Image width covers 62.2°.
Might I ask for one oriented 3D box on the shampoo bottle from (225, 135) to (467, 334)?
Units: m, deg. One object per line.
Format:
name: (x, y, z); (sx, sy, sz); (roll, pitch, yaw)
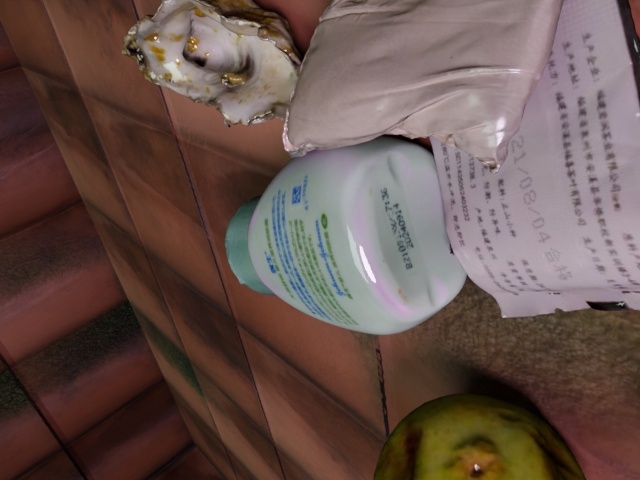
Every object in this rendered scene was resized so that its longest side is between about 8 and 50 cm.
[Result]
shampoo bottle: (0.000, 0.000, 0.645); (0.350, 0.151, 0.221); (-6, 108, 57)

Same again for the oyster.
oyster: (-0.127, -0.230, 0.661); (0.342, 0.110, 0.166); (16, 136, 46)

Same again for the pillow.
pillow: (0.071, -0.144, 0.432); (0.270, 0.067, 0.173); (17, 92, 49)

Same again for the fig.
fig: (0.177, 0.313, 0.605); (0.239, 0.239, 0.271); (35, 151, 34)

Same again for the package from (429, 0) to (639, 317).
package: (0.181, -0.045, 0.428); (0.204, 0.062, 0.250); (-12, 104, 57)
